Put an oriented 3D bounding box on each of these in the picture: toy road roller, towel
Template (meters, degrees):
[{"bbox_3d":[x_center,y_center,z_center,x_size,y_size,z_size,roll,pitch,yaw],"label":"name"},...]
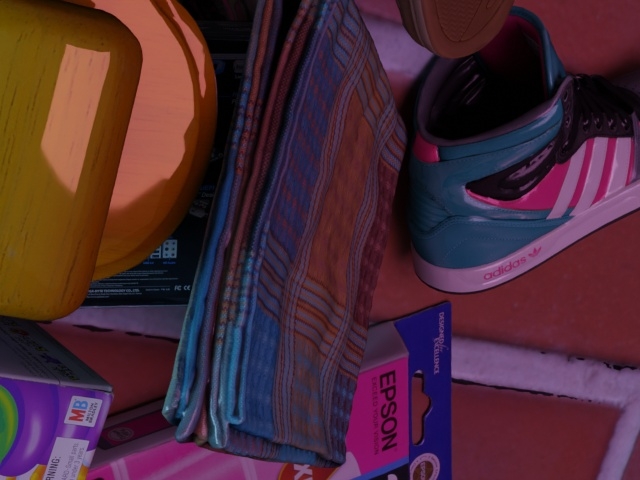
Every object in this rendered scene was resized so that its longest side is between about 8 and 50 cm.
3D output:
[{"bbox_3d":[-0.210,-0.077,0.719,0.329,0.240,0.202,10,104,-21],"label":"toy road roller"},{"bbox_3d":[0.000,0.000,0.904,0.370,0.040,0.271,47,55,-75],"label":"towel"}]

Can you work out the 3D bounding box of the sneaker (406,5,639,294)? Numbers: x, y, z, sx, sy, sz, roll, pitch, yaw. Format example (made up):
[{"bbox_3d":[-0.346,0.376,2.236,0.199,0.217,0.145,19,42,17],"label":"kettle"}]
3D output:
[{"bbox_3d":[0.178,-0.104,1.125,0.295,0.124,0.178,-33,134,-21],"label":"sneaker"}]

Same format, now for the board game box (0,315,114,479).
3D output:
[{"bbox_3d":[-0.282,0.105,0.842,0.275,0.144,0.142,13,100,-39],"label":"board game box"}]

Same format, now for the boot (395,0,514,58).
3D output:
[{"bbox_3d":[0.016,-0.242,0.888,0.095,0.203,0.262,-26,115,-35],"label":"boot"}]

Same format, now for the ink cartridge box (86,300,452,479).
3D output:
[{"bbox_3d":[-0.030,0.179,1.116,0.371,0.069,0.175,-18,117,-33],"label":"ink cartridge box"}]

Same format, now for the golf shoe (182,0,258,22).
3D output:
[{"bbox_3d":[-0.029,-0.096,1.001,0.086,0.067,0.186,-25,121,-27],"label":"golf shoe"}]

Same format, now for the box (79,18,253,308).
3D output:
[{"bbox_3d":[-0.117,-0.047,0.921,0.220,0.051,0.175,-1,109,-15],"label":"box"}]
